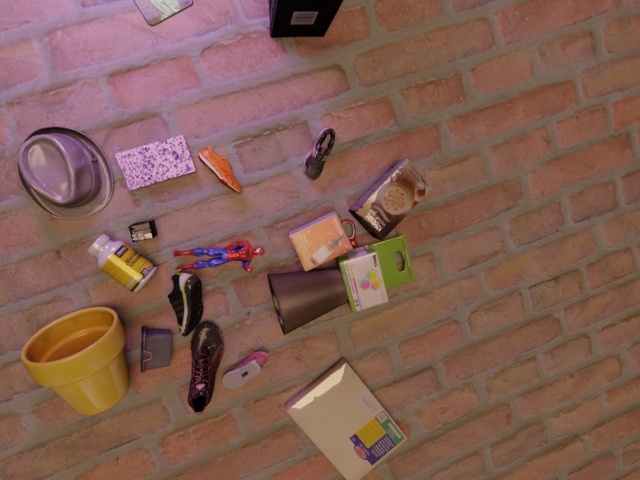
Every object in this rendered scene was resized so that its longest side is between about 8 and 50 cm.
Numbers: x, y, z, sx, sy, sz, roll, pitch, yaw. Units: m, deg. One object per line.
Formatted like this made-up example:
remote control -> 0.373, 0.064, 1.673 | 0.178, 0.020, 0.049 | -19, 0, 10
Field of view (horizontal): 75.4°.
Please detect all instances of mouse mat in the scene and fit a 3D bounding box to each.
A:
mouse mat -> -0.484, -0.745, 1.203 | 0.152, 0.007, 0.190 | -32, 104, -6

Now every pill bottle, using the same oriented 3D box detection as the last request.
pill bottle -> -0.597, 0.067, 1.245 | 0.184, 0.103, 0.103 | 41, 89, -15

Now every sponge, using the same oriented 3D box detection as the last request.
sponge -> -0.499, -0.236, 1.260 | 0.209, 0.031, 0.117 | -19, 101, -9

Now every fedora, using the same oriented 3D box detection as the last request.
fedora -> -0.738, -0.190, 1.169 | 0.243, 0.124, 0.276 | -18, 101, -8

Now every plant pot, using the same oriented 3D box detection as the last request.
plant pot -> -0.681, 0.363, 1.213 | 0.253, 0.254, 0.239 | -16, 117, -9

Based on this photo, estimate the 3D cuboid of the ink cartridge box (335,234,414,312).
ink cartridge box -> 0.197, 0.108, 1.402 | 0.255, 0.097, 0.189 | -17, 106, -3

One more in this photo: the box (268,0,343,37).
box -> -0.051, -0.767, 1.116 | 0.178, 0.343, 0.313 | -5, 100, -9

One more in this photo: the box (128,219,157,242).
box -> -0.535, -0.029, 1.254 | 0.062, 0.083, 0.052 | -12, 101, -10

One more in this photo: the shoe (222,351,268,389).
shoe -> -0.249, 0.435, 1.393 | 0.178, 0.081, 0.064 | -35, 92, 25

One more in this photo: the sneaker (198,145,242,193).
sneaker -> -0.300, -0.220, 1.289 | 0.067, 0.064, 0.175 | -44, 107, -13

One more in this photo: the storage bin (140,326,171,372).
storage bin -> -0.521, 0.344, 1.312 | 0.091, 0.098, 0.135 | 1, 98, -22

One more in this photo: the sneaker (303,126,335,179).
sneaker -> -0.002, -0.283, 1.332 | 0.071, 0.077, 0.178 | 18, 95, -12

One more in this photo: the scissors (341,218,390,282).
scissors -> 0.128, 0.058, 1.440 | 0.109, 0.021, 0.297 | -35, 105, -6

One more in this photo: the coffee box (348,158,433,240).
coffee box -> 0.233, -0.137, 1.390 | 0.141, 0.098, 0.246 | 44, 88, -14

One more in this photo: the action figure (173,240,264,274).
action figure -> -0.311, 0.058, 1.291 | 0.280, 0.139, 0.092 | -9, 101, -13

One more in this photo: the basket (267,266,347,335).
basket -> -0.038, 0.179, 1.357 | 0.226, 0.154, 0.205 | -15, 95, -13

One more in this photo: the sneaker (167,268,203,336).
sneaker -> -0.430, 0.191, 1.305 | 0.097, 0.084, 0.235 | 20, 116, 14

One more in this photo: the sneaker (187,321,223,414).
sneaker -> -0.365, 0.414, 1.312 | 0.106, 0.162, 0.282 | 3, 98, -12

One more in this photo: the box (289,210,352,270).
box -> 0.000, 0.000, 1.353 | 0.170, 0.091, 0.130 | -26, 101, 2

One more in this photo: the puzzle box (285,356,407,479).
puzzle box -> 0.099, 0.659, 1.500 | 0.272, 0.052, 0.409 | -37, 104, -5
